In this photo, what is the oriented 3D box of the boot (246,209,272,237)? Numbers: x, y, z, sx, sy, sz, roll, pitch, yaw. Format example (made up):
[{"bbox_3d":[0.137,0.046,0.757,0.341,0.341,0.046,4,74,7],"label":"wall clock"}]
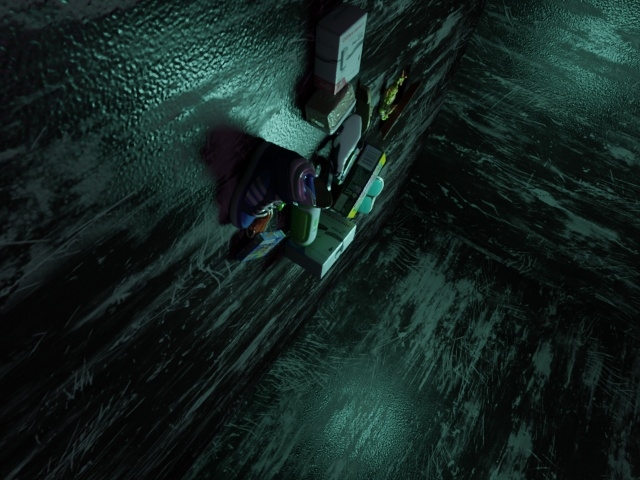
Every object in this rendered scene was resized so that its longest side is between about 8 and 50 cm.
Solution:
[{"bbox_3d":[-0.227,-0.074,1.542,0.085,0.059,0.158,-35,154,-45],"label":"boot"}]

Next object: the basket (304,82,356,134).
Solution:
[{"bbox_3d":[0.033,-0.475,1.467,0.167,0.113,0.103,-55,161,-12],"label":"basket"}]

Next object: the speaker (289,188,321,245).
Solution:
[{"bbox_3d":[-0.068,-0.102,1.841,0.131,0.131,0.296,-49,163,-32],"label":"speaker"}]

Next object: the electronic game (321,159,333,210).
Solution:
[{"bbox_3d":[0.020,-0.243,1.866,0.229,0.048,0.229,-171,-90,-88],"label":"electronic game"}]

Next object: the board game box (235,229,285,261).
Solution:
[{"bbox_3d":[-0.231,0.019,1.663,0.136,0.035,0.201,-42,171,17],"label":"board game box"}]

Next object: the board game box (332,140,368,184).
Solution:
[{"bbox_3d":[0.149,-0.387,2.060,0.213,0.046,0.317,-62,173,18],"label":"board game box"}]

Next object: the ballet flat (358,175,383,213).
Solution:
[{"bbox_3d":[0.310,-0.324,2.683,0.139,0.139,0.400,-51,168,-26],"label":"ballet flat"}]

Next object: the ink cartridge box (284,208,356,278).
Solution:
[{"bbox_3d":[0.000,0.000,2.090,0.307,0.223,0.129,-49,162,-32],"label":"ink cartridge box"}]

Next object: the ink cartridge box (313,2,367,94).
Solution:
[{"bbox_3d":[0.059,-0.601,1.333,0.158,0.092,0.218,-51,162,-26],"label":"ink cartridge box"}]

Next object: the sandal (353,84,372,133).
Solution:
[{"bbox_3d":[0.201,-0.578,1.845,0.079,0.088,0.240,-44,155,-26],"label":"sandal"}]

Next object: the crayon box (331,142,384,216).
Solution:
[{"bbox_3d":[0.203,-0.298,2.185,0.363,0.106,0.313,-60,174,7],"label":"crayon box"}]

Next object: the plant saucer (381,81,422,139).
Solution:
[{"bbox_3d":[0.421,-0.703,2.265,0.258,0.048,0.259,-57,-178,-21],"label":"plant saucer"}]

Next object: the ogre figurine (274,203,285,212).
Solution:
[{"bbox_3d":[-0.142,-0.184,1.533,0.197,0.097,0.118,-53,-166,54],"label":"ogre figurine"}]

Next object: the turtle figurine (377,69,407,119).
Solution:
[{"bbox_3d":[0.329,-0.680,2.048,0.217,0.087,0.269,105,4,-75],"label":"turtle figurine"}]

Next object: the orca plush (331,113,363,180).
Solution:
[{"bbox_3d":[0.099,-0.402,1.830,0.102,0.151,0.287,12,-82,63],"label":"orca plush"}]

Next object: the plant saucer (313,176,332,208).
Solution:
[{"bbox_3d":[-0.040,-0.196,1.662,0.036,0.198,0.198,-43,176,33],"label":"plant saucer"}]

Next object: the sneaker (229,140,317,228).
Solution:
[{"bbox_3d":[-0.138,-0.132,1.350,0.322,0.236,0.130,-64,164,20],"label":"sneaker"}]
